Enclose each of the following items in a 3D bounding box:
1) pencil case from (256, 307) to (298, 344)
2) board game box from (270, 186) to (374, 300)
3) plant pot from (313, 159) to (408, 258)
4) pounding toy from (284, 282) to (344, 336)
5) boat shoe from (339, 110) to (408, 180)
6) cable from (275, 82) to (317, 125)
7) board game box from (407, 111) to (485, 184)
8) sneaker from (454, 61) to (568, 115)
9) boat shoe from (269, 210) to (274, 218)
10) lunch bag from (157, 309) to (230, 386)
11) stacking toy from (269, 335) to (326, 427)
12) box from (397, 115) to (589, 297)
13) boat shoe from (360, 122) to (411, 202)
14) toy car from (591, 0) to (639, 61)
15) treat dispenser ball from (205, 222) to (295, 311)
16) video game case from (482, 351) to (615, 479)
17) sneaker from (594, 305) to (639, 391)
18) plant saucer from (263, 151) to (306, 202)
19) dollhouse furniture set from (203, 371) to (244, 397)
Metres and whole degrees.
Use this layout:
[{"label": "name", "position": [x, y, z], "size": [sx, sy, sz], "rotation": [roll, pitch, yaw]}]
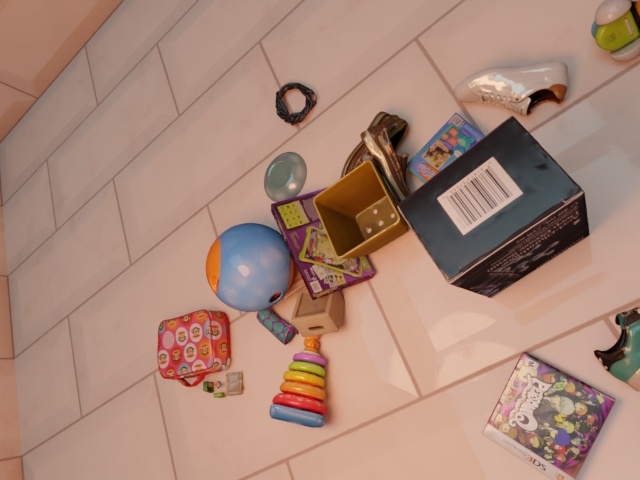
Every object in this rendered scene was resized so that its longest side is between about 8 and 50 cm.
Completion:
[{"label": "pencil case", "position": [-0.147, 0.279, 1.509], "size": [0.151, 0.064, 0.070], "rotation": [33, 113, 33]}, {"label": "board game box", "position": [0.000, 0.000, 1.421], "size": [0.208, 0.056, 0.347], "rotation": [-20, 63, -14]}, {"label": "plant pot", "position": [0.140, -0.070, 1.336], "size": [0.212, 0.187, 0.212], "rotation": [-33, 63, 22]}, {"label": "pounding toy", "position": [-0.020, 0.198, 1.429], "size": [0.180, 0.094, 0.206], "rotation": [-14, 36, 24]}, {"label": "boat shoe", "position": [0.164, -0.254, 1.409], "size": [0.104, 0.110, 0.308], "rotation": [30, 96, 33]}, {"label": "cable", "position": [-0.101, -0.510, 1.680], "size": [0.184, 0.047, 0.151], "rotation": [37, 104, 30]}, {"label": "board game box", "position": [0.375, -0.240, 1.311], "size": [0.210, 0.047, 0.160], "rotation": [-46, 59, 15]}, {"label": "sneaker", "position": [0.507, -0.398, 1.228], "size": [0.289, 0.106, 0.123], "rotation": [-1, 76, 31]}, {"label": "boat shoe", "position": [-0.101, -0.062, 1.563], "size": [0.184, 0.066, 0.063], "rotation": [37, 85, 35]}, {"label": "lunch bag", "position": [-0.465, 0.398, 1.649], "size": [0.292, 0.120, 0.259], "rotation": [-16, 71, 28]}, {"label": "stacking toy", "position": [-0.044, 0.401, 1.383], "size": [0.165, 0.175, 0.302], "rotation": [13, 64, -1]}, {"label": "box", "position": [0.409, -0.044, 1.036], "size": [0.293, 0.395, 0.212], "rotation": [-39, 62, 20]}, {"label": "boat shoe", "position": [0.219, -0.223, 1.322], "size": [0.095, 0.095, 0.258], "rotation": [-30, 106, 11]}, {"label": "toy car", "position": [0.752, -0.547, 1.103], "size": [0.182, 0.159, 0.136], "rotation": [-36, 28, 21]}, {"label": "treat dispenser ball", "position": [-0.225, 0.086, 1.469], "size": [0.288, 0.288, 0.289], "rotation": [-8, 75, 31]}, {"label": "video game case", "position": [0.530, 0.417, 1.066], "size": [0.210, 0.041, 0.232], "rotation": [28, 94, 32]}, {"label": "sneaker", "position": [0.716, 0.169, 0.967], "size": [0.121, 0.108, 0.302], "rotation": [37, 101, 28]}, {"label": "plant saucer", "position": [-0.140, -0.235, 1.640], "size": [0.194, 0.037, 0.195], "rotation": [-8, 74, 31]}, {"label": "dollhouse furniture set", "position": [-0.334, 0.514, 1.598], "size": [0.151, 0.059, 0.076], "rotation": [-11, 65, 10]}]
